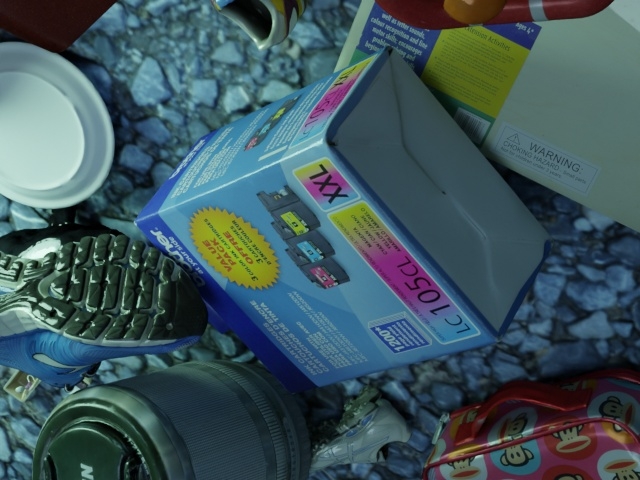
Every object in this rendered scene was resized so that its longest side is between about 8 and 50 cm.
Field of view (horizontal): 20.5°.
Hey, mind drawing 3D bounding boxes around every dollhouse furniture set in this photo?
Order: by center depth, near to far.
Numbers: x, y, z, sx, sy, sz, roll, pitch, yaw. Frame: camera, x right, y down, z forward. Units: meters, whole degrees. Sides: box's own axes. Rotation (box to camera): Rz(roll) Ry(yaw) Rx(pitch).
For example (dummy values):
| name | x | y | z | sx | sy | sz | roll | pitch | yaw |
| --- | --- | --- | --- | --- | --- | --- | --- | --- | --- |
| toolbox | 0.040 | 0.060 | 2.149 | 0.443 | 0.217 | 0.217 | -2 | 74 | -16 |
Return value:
| name | x | y | z | sx | sy | sz | roll | pitch | yaw |
| --- | --- | --- | --- | --- | --- | --- | --- | --- | --- |
| dollhouse furniture set | -0.354 | 0.192 | 2.192 | 0.091 | 0.081 | 0.114 | 37 | 133 | -6 |

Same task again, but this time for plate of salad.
| name | x | y | z | sx | sy | sz | roll | pitch | yaw |
| --- | --- | --- | --- | --- | --- | --- | --- | --- | --- |
| plate of salad | -0.314 | -0.128 | 1.938 | 0.199 | 0.048 | 0.200 | 9 | 119 | 15 |

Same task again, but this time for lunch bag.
| name | x | y | z | sx | sy | sz | roll | pitch | yaw |
| --- | --- | --- | --- | --- | --- | --- | --- | --- | --- |
| lunch bag | 0.261 | 0.256 | 1.926 | 0.293 | 0.120 | 0.258 | -19 | 116 | 36 |

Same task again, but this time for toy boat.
| name | x | y | z | sx | sy | sz | roll | pitch | yaw |
| --- | --- | --- | --- | --- | --- | --- | --- | --- | --- |
| toy boat | 0.139 | -0.235 | 1.492 | 0.231 | 0.151 | 0.151 | -2 | 125 | 26 |

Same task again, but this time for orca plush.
| name | x | y | z | sx | sy | sz | roll | pitch | yaw |
| --- | --- | --- | --- | --- | --- | --- | --- | --- | --- |
| orca plush | -0.294 | -0.005 | 1.989 | 0.287 | 0.151 | 0.102 | -9 | 84 | 58 |

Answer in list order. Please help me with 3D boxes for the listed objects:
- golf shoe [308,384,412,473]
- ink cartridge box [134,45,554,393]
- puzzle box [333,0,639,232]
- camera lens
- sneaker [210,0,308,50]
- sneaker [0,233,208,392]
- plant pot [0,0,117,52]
| name | x | y | z | sx | sy | sz | roll | pitch | yaw |
| --- | --- | --- | --- | --- | --- | --- | --- | --- | --- |
| golf shoe | 0.034 | 0.244 | 2.064 | 0.086 | 0.069 | 0.176 | 38 | 134 | -15 |
| ink cartridge box | 0.000 | 0.000 | 1.791 | 0.270 | 0.151 | 0.395 | 48 | 145 | -17 |
| puzzle box | 0.234 | -0.172 | 1.638 | 0.408 | 0.052 | 0.272 | 27 | 134 | 3 |
| camera lens | -0.167 | 0.254 | 1.981 | 0.219 | 0.274 | 0.219 | 5 | 99 | 35 |
| sneaker | -0.086 | -0.268 | 1.690 | 0.069 | 0.084 | 0.185 | -28 | 111 | 39 |
| sneaker | -0.256 | 0.081 | 1.883 | 0.330 | 0.130 | 0.147 | 1 | 149 | 29 |
| plant pot | -0.271 | -0.327 | 1.577 | 0.267 | 0.267 | 0.236 | -43 | 129 | -1 |
